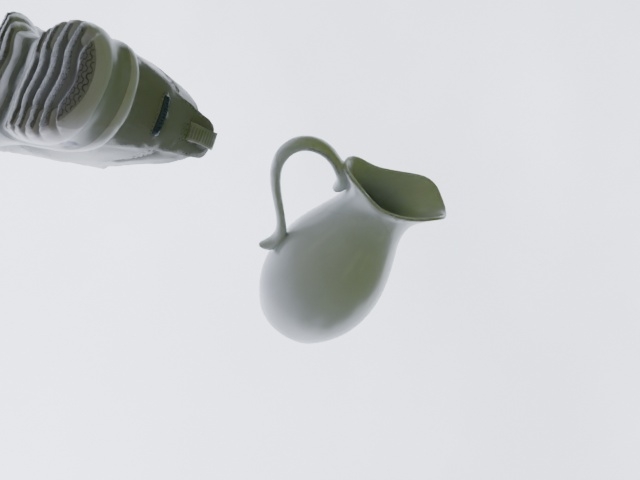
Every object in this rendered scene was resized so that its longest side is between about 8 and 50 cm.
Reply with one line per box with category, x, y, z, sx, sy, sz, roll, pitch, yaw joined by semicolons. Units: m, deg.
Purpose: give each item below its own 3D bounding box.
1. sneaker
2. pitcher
sneaker;-0.179;-0.091;0.560;0.115;0.281;0.105;25;-91;-39
pitcher;0.000;0.000;0.800;0.178;0.207;0.125;28;-148;-14
